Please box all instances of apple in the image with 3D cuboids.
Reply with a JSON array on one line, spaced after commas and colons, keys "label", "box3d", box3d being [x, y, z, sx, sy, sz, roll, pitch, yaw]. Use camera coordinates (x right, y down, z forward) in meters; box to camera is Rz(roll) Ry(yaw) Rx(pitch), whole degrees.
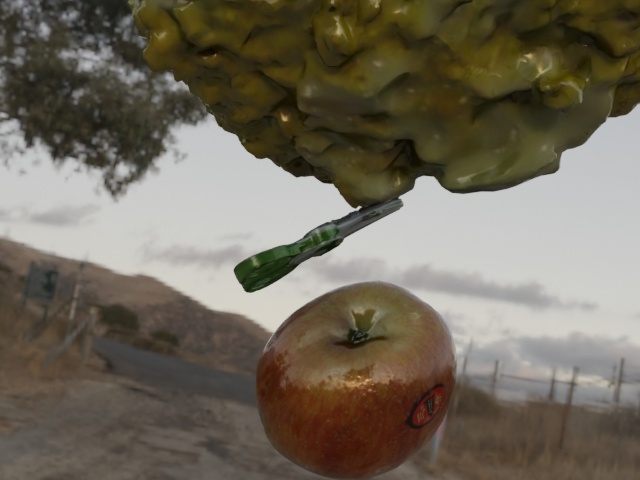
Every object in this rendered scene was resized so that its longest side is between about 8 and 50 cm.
[{"label": "apple", "box3d": [0.057, 0.191, 1.453, 0.277, 0.250, 0.309, 28, 32, 11]}]

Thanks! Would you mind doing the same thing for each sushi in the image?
[{"label": "sushi", "box3d": [0.070, -0.216, 0.674, 0.396, 0.351, 0.240, -15, -34, 19]}]

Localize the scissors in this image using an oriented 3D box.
[{"label": "scissors", "box3d": [0.000, 0.000, 1.113, 0.204, 0.027, 0.101, -27, -11, -4]}]
